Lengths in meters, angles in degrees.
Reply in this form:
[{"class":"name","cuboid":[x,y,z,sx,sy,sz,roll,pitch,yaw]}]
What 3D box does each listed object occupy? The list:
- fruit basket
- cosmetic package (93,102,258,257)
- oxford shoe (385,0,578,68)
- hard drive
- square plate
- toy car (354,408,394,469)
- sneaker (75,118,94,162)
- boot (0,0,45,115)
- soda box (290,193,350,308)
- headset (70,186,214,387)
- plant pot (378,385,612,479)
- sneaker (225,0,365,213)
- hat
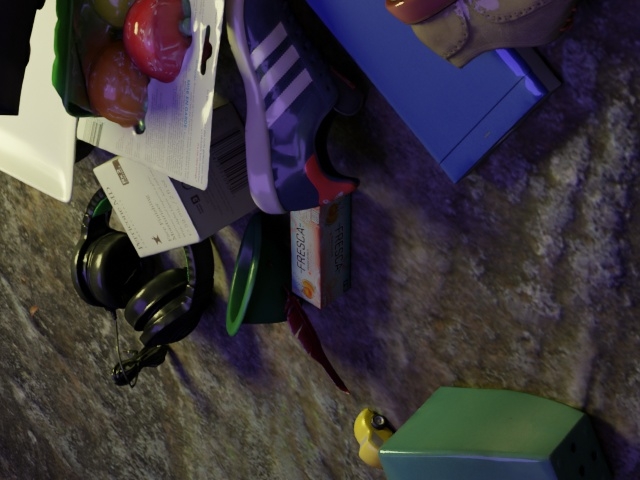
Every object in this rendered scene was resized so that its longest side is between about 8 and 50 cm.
[{"class":"fruit basket","cuboid":[-0.213,-0.259,1.807,0.353,0.165,0.327,19,109,47]},{"class":"cosmetic package","cuboid":[-0.192,-0.083,1.986,0.183,0.151,0.151,-15,105,55]},{"class":"oxford shoe","cuboid":[0.226,-0.269,1.373,0.130,0.123,0.348,45,144,-23]},{"class":"hard drive","cuboid":[0.109,-0.240,1.588,0.319,0.040,0.210,52,146,7]},{"class":"square plate","cuboid":[-0.479,-0.271,2.094,0.347,0.049,0.344,26,123,21]},{"class":"toy car","cuboid":[0.142,0.371,2.036,0.239,0.053,0.225,18,131,42]},{"class":"sneaker","cuboid":[-0.425,-0.264,2.184,0.121,0.111,0.300,11,118,54]},{"class":"boot","cuboid":[-0.372,-0.375,1.733,0.367,0.146,0.445,10,83,67]},{"class":"soda box","cuboid":[0.000,0.000,1.898,0.058,0.063,0.183,31,138,32]},{"class":"headset","cuboid":[-0.274,0.071,2.268,0.243,0.185,0.394,33,125,24]},{"class":"plant pot","cuboid":[0.232,0.292,1.771,0.234,0.165,0.166,-7,112,43]},{"class":"sneaker","cuboid":[-0.023,-0.211,1.725,0.148,0.131,0.350,-6,101,12]},{"class":"hat","cuboid":[-0.029,0.078,2.025,0.173,0.183,0.208,-111,35,-71]}]
